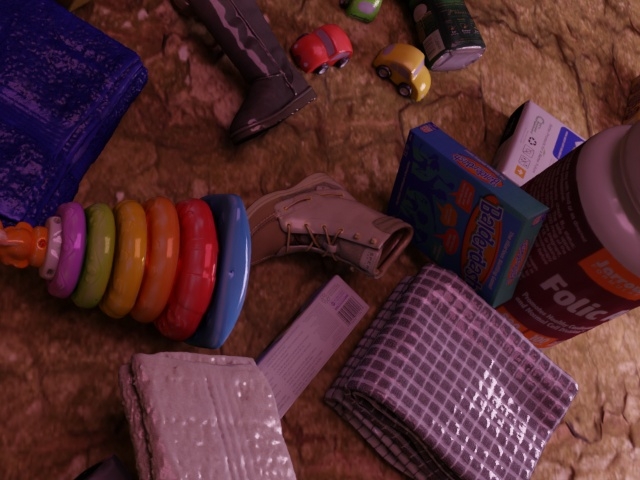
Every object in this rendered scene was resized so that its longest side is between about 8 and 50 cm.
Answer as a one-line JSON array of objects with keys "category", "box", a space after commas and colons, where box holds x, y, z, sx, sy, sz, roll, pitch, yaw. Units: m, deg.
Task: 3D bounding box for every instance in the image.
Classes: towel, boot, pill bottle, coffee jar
[{"category": "towel", "box": [-0.353, -0.159, 1.165, 0.228, 0.076, 0.308, 34, 54, -14]}, {"category": "towel", "box": [0.177, 0.198, 1.278, 0.284, 0.121, 0.235, 41, 53, -7]}, {"category": "boot", "box": [-0.110, -0.247, 1.339, 0.208, 0.076, 0.189, 59, 37, -11]}, {"category": "pill bottle", "box": [0.375, -0.013, 1.329, 0.224, 0.392, 0.224, 13, 61, -25]}, {"category": "boot", "box": [0.000, 0.000, 1.256, 0.165, 0.077, 0.213, 31, 43, 27]}, {"category": "coffee jar", "box": [0.186, -0.364, 1.588, 0.096, 0.079, 0.184, -9, 73, -32]}, {"category": "towel", "box": [-0.103, 0.245, 1.012, 0.187, 0.049, 0.282, 12, 53, -45]}]

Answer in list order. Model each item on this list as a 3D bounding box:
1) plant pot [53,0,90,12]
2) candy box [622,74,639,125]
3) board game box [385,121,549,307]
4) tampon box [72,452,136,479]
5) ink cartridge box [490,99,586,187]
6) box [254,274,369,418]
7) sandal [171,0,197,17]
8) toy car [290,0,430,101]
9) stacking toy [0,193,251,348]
[{"category": "plant pot", "box": [-0.317, -0.332, 1.267, 0.081, 0.083, 0.081, 47, 52, -1]}, {"category": "candy box", "box": [0.597, -0.209, 1.776, 0.109, 0.053, 0.186, 32, 53, -13]}, {"category": "board game box", "box": [0.186, -0.034, 1.324, 0.047, 0.160, 0.210, -24, 52, -37]}, {"category": "tampon box", "box": [-0.247, 0.304, 0.969, 0.161, 0.120, 0.101, -38, 91, -38]}, {"category": "ink cartridge box", "box": [0.438, -0.052, 1.583, 0.371, 0.069, 0.176, 32, 53, -7]}, {"category": "box", "box": [-0.056, 0.167, 1.188, 0.067, 0.063, 0.324, 44, 52, -3]}, {"category": "sandal", "box": [-0.186, -0.397, 1.400, 0.072, 0.049, 0.180, -1, 67, -31]}, {"category": "toy car", "box": [0.068, -0.335, 1.520, 0.239, 0.053, 0.225, 11, 62, -27]}, {"category": "stacking toy", "box": [-0.242, 0.017, 1.081, 0.302, 0.166, 0.175, 8, 86, -25]}]
